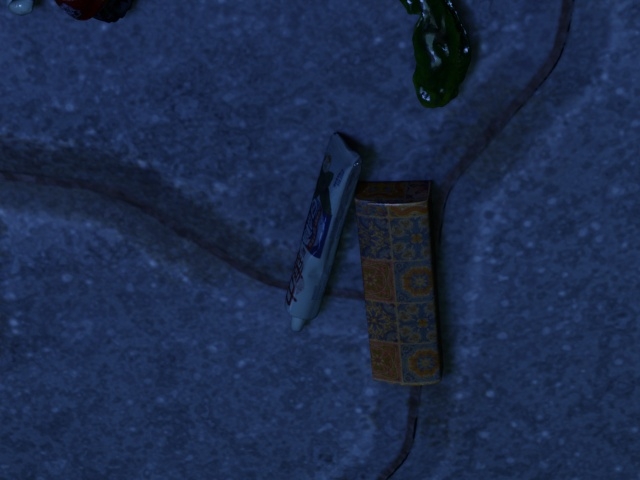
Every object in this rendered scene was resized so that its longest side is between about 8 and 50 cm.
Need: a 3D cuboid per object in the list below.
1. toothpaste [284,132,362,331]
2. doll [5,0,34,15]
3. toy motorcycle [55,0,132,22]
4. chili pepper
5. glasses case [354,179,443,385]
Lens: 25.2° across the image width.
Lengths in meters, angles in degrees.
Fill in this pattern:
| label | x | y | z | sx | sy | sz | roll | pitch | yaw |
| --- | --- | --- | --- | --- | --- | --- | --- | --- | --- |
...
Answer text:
| label | x | y | z | sx | sy | sz | roll | pitch | yaw |
| --- | --- | --- | --- | --- | --- | --- | --- | --- | --- |
| toothpaste | 0.000 | 0.000 | 1.432 | 0.038 | 0.060 | 0.233 | -4 | 128 | -27 |
| doll | -0.292 | -0.252 | 1.319 | 0.083 | 0.050 | 0.076 | 26 | 139 | -9 |
| toy motorcycle | -0.195 | -0.283 | 1.246 | 0.082 | 0.122 | 0.213 | 17 | 122 | 14 |
| chili pepper | 0.086 | -0.204 | 1.294 | 0.073 | 0.050 | 0.182 | -21 | 114 | 27 |
| glasses case | 0.081 | 0.046 | 1.446 | 0.075 | 0.049 | 0.218 | -1 | 121 | 8 |
